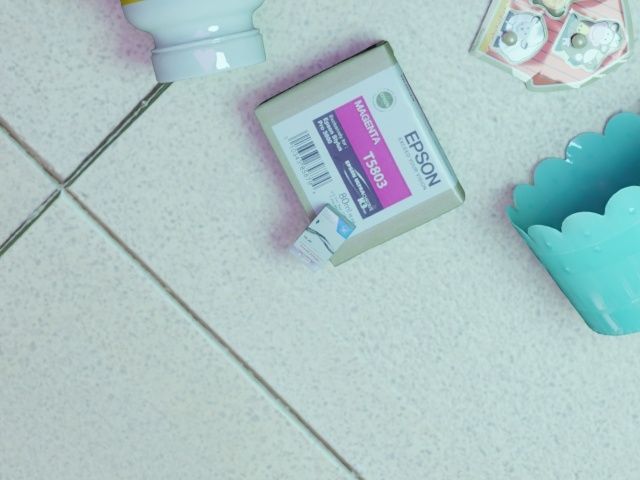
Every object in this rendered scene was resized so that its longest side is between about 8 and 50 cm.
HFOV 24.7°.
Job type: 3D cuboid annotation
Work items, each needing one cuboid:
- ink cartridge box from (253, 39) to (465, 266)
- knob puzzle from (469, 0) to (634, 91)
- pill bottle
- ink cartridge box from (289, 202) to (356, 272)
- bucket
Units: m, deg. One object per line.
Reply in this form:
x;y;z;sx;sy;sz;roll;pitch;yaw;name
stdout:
0.051;-0.113;1.890;0.193;0.088;0.234;-27;97;10;ink cartridge box
0.314;-0.278;1.872;0.213;0.030;0.213;1;100;4;knob puzzle
-0.169;-0.372;1.808;0.188;0.188;0.334;-11;100;6;pill bottle
0.000;0.000;1.856;0.048;0.028;0.083;40;104;-1;ink cartridge box
0.386;-0.027;1.795;0.281;0.281;0.183;-33;105;9;bucket
